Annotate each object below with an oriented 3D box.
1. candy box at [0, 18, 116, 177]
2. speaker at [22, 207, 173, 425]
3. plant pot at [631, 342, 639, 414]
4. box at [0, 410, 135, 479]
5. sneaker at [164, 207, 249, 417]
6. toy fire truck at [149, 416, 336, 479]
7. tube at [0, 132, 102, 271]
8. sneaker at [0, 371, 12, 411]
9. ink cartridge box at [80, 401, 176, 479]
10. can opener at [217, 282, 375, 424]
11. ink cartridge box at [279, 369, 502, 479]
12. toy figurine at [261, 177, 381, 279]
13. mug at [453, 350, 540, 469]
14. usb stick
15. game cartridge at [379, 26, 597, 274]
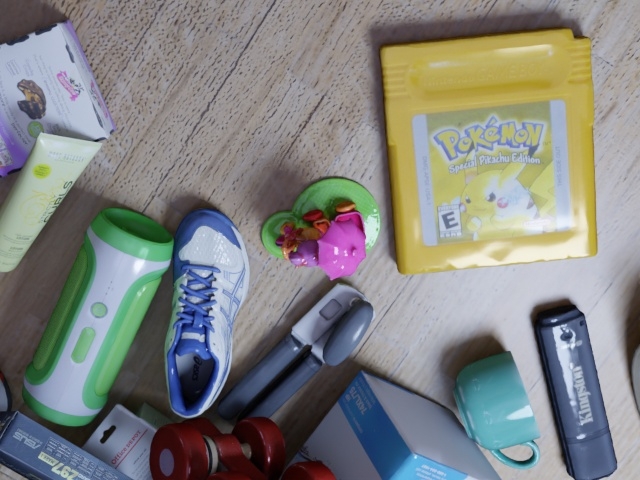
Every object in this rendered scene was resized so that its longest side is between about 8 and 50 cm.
[{"bbox_3d":[-0.400,-0.186,1.444,0.196,0.070,0.164,-19,105,5],"label":"candy box"},{"bbox_3d":[-0.312,0.107,1.499,0.131,0.131,0.296,25,104,-7],"label":"speaker"},{"bbox_3d":[0.636,0.222,1.470,0.280,0.323,0.323,-25,105,-10],"label":"plant pot"},{"bbox_3d":[-0.367,0.319,1.503,0.233,0.183,0.059,36,65,-22],"label":"box"},{"bbox_3d":[-0.161,0.106,1.499,0.112,0.131,0.296,3,105,1],"label":"sneaker"},{"bbox_3d":[-0.124,0.388,1.444,0.169,0.302,0.253,3,109,-40],"label":"toy fire truck"},{"bbox_3d":[-0.390,-0.054,1.449,0.062,0.070,0.240,39,119,-4],"label":"tube"},{"bbox_3d":[-0.545,0.172,1.507,0.090,0.145,0.270,-28,104,7],"label":"sneaker"},{"bbox_3d":[-0.252,0.316,1.593,0.181,0.061,0.104,38,101,-11],"label":"ink cartridge box"},{"bbox_3d":[-0.035,0.178,1.538,0.076,0.095,0.283,43,101,-11],"label":"can opener"},{"bbox_3d":[0.082,0.369,1.513,0.198,0.197,0.270,29,105,-32],"label":"ink cartridge box"},{"bbox_3d":[0.000,0.000,1.454,0.173,0.159,0.130,-13,106,4],"label":"toy figurine"},{"bbox_3d":[0.251,0.246,1.532,0.097,0.129,0.157,-19,62,6],"label":"mug"},{"bbox_3d":[0.377,0.230,1.581,0.077,0.045,0.277,-14,105,5],"label":"usb stick"},{"bbox_3d":[0.234,-0.121,1.477,0.286,0.052,0.323,-6,107,1],"label":"game cartridge"}]
